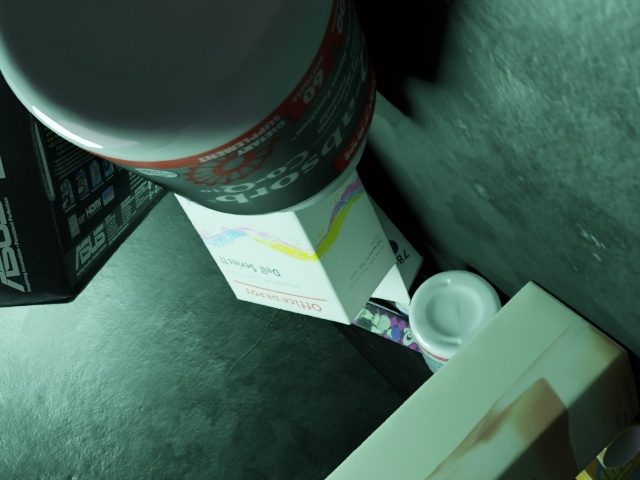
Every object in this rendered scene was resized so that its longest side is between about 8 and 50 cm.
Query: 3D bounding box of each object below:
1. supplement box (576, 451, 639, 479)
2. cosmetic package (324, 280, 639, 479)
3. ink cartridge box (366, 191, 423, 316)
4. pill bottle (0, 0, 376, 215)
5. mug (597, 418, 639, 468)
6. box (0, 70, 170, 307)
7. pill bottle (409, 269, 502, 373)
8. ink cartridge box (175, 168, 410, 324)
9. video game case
[{"bbox_3d":[0.298,0.235,1.121,0.080,0.078,0.233,49,172,-21],"label":"supplement box"},{"bbox_3d":[0.165,0.206,0.874,0.129,0.296,0.153,41,171,39],"label":"cosmetic package"},{"bbox_3d":[0.033,-0.035,1.215,0.333,0.065,0.165,50,171,-17],"label":"ink cartridge box"},{"bbox_3d":[-0.067,-0.131,0.658,0.210,0.210,0.363,45,-177,11],"label":"pill bottle"},{"bbox_3d":[0.317,0.201,0.968,0.064,0.062,0.078,-130,35,-48],"label":"mug"},{"bbox_3d":[-0.214,-0.160,0.745,0.395,0.097,0.318,-77,-18,-70],"label":"box"},{"bbox_3d":[0.173,0.118,1.078,0.108,0.108,0.180,42,171,28],"label":"pill bottle"},{"bbox_3d":[-0.045,-0.022,1.082,0.207,0.119,0.353,9,138,41],"label":"ink cartridge box"},{"bbox_3d":[0.117,0.129,1.360,0.210,0.042,0.232,23,180,-11],"label":"video game case"}]
